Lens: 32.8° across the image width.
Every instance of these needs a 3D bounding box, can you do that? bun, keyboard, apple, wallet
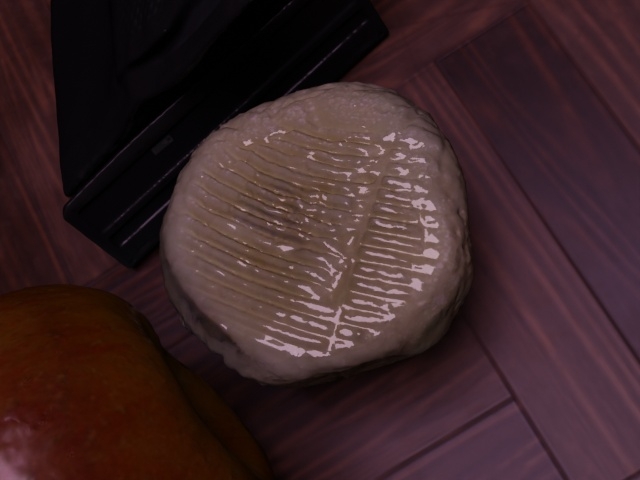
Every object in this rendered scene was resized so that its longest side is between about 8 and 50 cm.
[{"bbox_3d":[0.000,0.000,0.744,0.221,0.134,0.220,-7,65,15],"label":"bun"},{"bbox_3d":[-0.105,-0.051,0.809,0.381,0.103,0.041,-47,52,-4],"label":"keyboard"},{"bbox_3d":[-0.155,0.168,0.649,0.302,0.301,0.301,-5,73,16],"label":"apple"},{"bbox_3d":[-0.137,-0.200,0.799,0.323,0.041,0.247,-34,57,52],"label":"wallet"}]
